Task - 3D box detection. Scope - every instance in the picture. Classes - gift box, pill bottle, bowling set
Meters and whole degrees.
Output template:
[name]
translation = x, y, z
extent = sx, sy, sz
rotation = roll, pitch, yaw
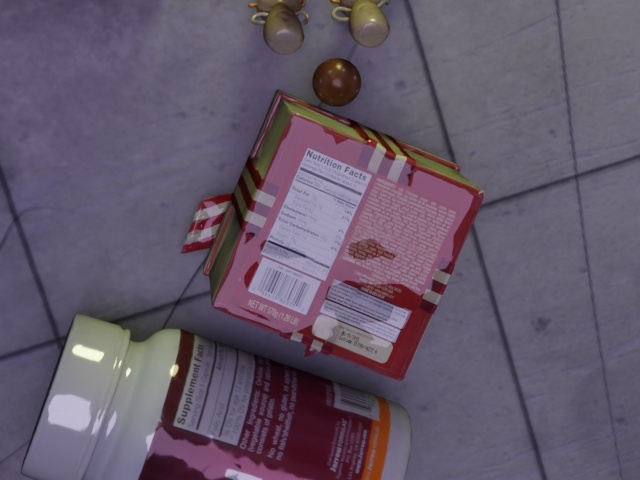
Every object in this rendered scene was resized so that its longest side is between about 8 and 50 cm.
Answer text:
[gift box]
translation = 0.000, 0.000, 1.672
extent = 0.255, 0.258, 0.276
rotation = 27, 98, -9
[pill bottle]
translation = -0.117, 0.230, 1.721
extent = 0.392, 0.224, 0.224
rotation = 19, 98, -8
[bowling set]
translation = -0.007, -0.262, 1.701
extent = 0.287, 0.154, 0.199
rotation = 0, 119, -6
